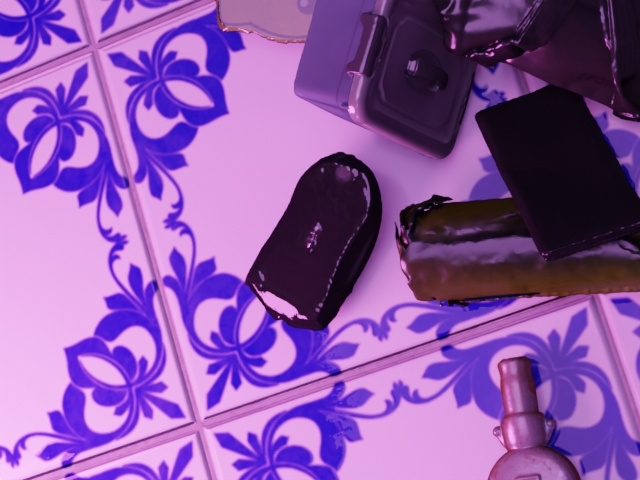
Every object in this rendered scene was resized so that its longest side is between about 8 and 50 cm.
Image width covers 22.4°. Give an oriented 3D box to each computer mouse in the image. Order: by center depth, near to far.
[{"bbox_3d":[0.000,0.000,1.894,0.122,0.073,0.217,33,100,21],"label":"computer mouse"}]

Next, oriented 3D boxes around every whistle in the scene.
[{"bbox_3d":[0.231,0.239,1.799,0.107,0.057,0.220,-10,78,17],"label":"whistle"}]

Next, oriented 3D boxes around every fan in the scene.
[{"bbox_3d":[-0.012,-0.380,1.935,0.229,0.011,0.335,42,94,6],"label":"fan"}]

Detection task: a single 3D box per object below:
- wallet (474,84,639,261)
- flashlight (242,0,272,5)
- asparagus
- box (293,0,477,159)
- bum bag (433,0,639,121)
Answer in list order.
[{"bbox_3d":[0.261,-0.079,1.777,0.124,0.025,0.244,-19,47,-1],"label":"wallet"},{"bbox_3d":[-0.045,-0.361,1.968,0.093,0.047,0.200,38,96,13],"label":"flashlight"},{"bbox_3d":[0.276,0.005,1.789,0.382,0.108,0.128,-3,87,15],"label":"asparagus"},{"bbox_3d":[0.080,-0.193,1.821,0.130,0.227,0.162,14,88,33],"label":"box"},{"bbox_3d":[0.269,-0.224,1.776,0.326,0.080,0.142,15,99,-7],"label":"bum bag"}]
